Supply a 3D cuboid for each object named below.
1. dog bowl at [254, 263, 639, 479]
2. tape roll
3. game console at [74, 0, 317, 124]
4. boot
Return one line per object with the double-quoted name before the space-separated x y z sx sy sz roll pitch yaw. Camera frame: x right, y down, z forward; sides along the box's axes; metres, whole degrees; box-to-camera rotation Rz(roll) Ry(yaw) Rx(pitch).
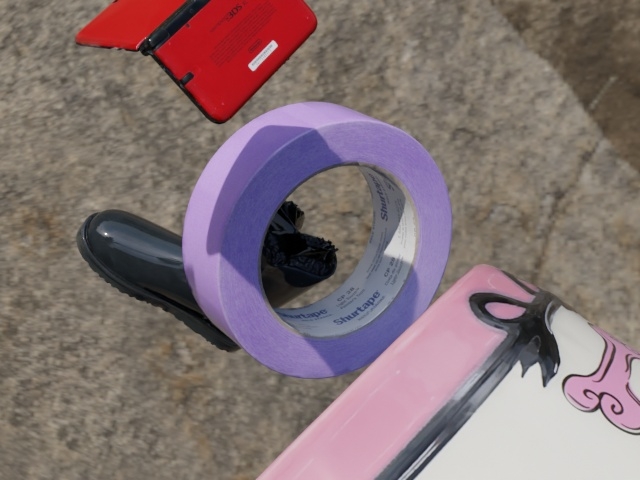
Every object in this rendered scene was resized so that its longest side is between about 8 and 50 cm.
"dog bowl" 0.026 0.180 0.690 0.150 0.408 0.408 45 63 7
"tape roll" 0.000 0.000 1.237 0.274 0.090 0.275 -11 112 -28
"game console" -0.095 -0.165 0.947 0.124 0.085 0.144 48 56 -13
"boot" -0.124 0.003 1.326 0.246 0.207 0.094 36 43 -11
